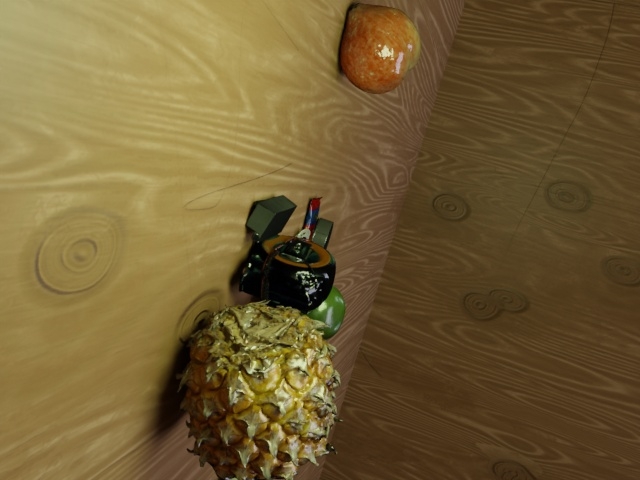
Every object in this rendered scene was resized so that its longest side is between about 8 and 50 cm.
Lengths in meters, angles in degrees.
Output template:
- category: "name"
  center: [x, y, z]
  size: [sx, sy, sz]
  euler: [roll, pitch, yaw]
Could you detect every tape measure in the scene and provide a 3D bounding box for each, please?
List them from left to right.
- category: "tape measure"
  center: [-0.068, 0.069, 1.497]
  size: [0.223, 0.202, 0.135]
  euler: [-60, 167, -63]

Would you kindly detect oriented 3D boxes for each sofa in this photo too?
- category: "sofa"
  center: [-0.119, -0.053, 1.475]
  size: [0.085, 0.060, 0.147]
  euler: [-58, 171, 19]

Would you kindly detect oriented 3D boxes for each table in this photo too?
- category: "table"
  center: [0.000, 0.000, 1.960]
  size: [0.133, 0.043, 0.133]
  euler: [19, 90, -85]

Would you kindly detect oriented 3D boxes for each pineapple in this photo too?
- category: "pineapple"
  center: [-0.119, 0.293, 1.331]
  size: [0.352, 0.353, 0.300]
  euler: [-46, 142, -60]

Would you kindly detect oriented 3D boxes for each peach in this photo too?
- category: "peach"
  center: [0.142, -0.499, 1.661]
  size: [0.232, 0.233, 0.232]
  euler: [18, 90, -76]

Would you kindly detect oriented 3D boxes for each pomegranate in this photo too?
- category: "pomegranate"
  center: [-0.025, 0.146, 1.653]
  size: [0.187, 0.187, 0.225]
  euler: [31, 64, -76]

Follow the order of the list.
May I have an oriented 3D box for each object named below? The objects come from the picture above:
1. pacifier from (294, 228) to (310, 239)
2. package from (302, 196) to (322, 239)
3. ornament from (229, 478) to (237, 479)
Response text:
- category: "pacifier"
  center: [-0.044, 0.011, 1.805]
  size: [0.068, 0.064, 0.083]
  euler: [-33, 142, -41]
- category: "package"
  center: [-0.035, -0.030, 1.872]
  size: [0.083, 0.022, 0.200]
  euler: [-29, 137, -70]
- category: "ornament"
  center: [-0.244, 0.660, 1.889]
  size: [0.180, 0.059, 0.201]
  euler: [-52, 153, -51]
